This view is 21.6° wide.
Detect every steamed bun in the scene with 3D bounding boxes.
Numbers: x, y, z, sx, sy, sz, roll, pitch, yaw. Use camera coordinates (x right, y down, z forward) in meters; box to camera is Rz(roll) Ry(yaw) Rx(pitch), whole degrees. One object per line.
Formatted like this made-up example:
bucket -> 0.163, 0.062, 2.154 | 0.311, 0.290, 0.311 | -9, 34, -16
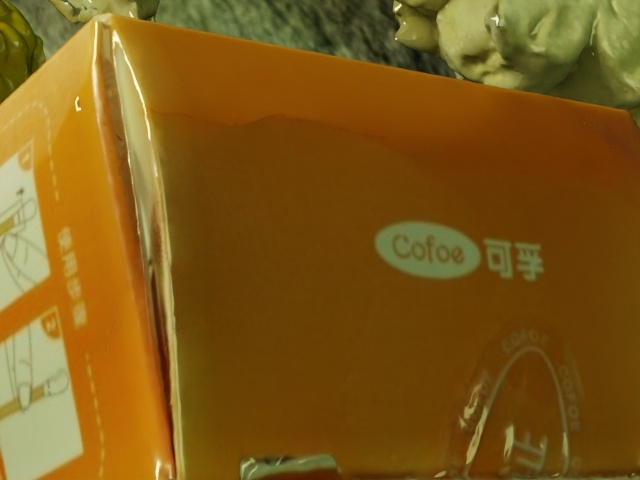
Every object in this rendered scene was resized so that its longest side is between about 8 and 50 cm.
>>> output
steamed bun -> 0.114, -0.197, 1.042 | 0.295, 0.137, 0.292 | 20, 56, -24

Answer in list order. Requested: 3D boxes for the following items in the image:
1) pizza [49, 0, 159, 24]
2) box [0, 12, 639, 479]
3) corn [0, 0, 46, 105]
pizza -> -0.149, -0.238, 0.881 | 0.189, 0.071, 0.297 | 10, 62, -38
box -> -0.059, 0.068, 0.601 | 0.225, 0.341, 0.143 | 5, 63, -39
corn -> -0.264, -0.059, 0.656 | 0.363, 0.120, 0.120 | -4, 71, -40
